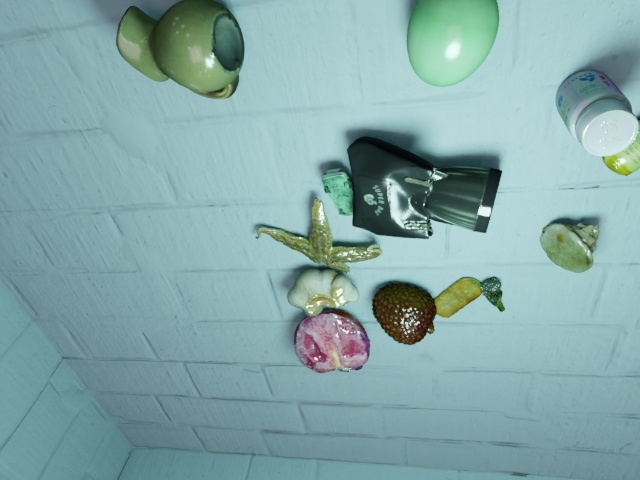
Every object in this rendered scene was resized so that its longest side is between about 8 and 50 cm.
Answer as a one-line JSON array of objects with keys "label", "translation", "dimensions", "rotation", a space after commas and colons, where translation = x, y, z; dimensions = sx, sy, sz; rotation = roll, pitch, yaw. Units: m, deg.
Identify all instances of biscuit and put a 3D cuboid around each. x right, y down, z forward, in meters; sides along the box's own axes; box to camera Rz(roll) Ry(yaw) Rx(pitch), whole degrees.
[{"label": "biscuit", "translation": [0.551, 0.232, 1.902], "dimensions": [0.118, 0.029, 0.247], "rotation": [35, 127, -9]}]

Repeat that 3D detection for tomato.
[{"label": "tomato", "translation": [0.059, 0.419, 2.065], "dimensions": [0.335, 0.176, 0.289], "rotation": [-12, 106, 15]}]

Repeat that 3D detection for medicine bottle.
[{"label": "medicine bottle", "translation": [0.932, -0.290, 1.339], "dimensions": [0.124, 0.124, 0.239], "rotation": [33, 128, -16]}, {"label": "medicine bottle", "translation": [0.731, -0.340, 1.245], "dimensions": [0.152, 0.254, 0.152], "rotation": [6, 130, 8]}]

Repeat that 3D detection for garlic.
[{"label": "garlic", "translation": [0.003, 0.194, 1.889], "dimensions": [0.281, 0.203, 0.184], "rotation": [-20, 89, 8]}]

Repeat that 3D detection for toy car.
[{"label": "toy car", "translation": [0.082, -0.168, 1.631], "dimensions": [0.090, 0.076, 0.224], "rotation": [-10, 146, 21]}]

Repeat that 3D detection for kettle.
[{"label": "kettle", "translation": [0.430, -0.153, 1.529], "dimensions": [0.271, 0.251, 0.207], "rotation": [15, 97, 17]}]

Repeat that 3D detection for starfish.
[{"label": "starfish", "translation": [0.000, 0.000, 1.762], "dimensions": [0.432, 0.082, 0.324], "rotation": [31, 141, -13]}]

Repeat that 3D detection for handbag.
[{"label": "handbag", "translation": [0.231, -0.146, 1.495], "dimensions": [0.288, 0.152, 0.342], "rotation": [19, 132, 34]}]

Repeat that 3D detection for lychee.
[{"label": "lychee", "translation": [0.336, 0.286, 1.867], "dimensions": [0.271, 0.236, 0.236], "rotation": [37, 129, 6]}]

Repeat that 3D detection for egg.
[{"label": "egg", "translation": [0.332, -0.528, 1.192], "dimensions": [0.220, 0.220, 0.269], "rotation": [11, 142, 2]}]

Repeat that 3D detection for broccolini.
[{"label": "broccolini", "translation": [0.684, 0.220, 1.856], "dimensions": [0.068, 0.091, 0.202], "rotation": [32, 162, 43]}]

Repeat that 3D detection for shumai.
[{"label": "shumai", "translation": [0.867, 0.005, 1.602], "dimensions": [0.120, 0.201, 0.201], "rotation": [-31, 128, -17]}]

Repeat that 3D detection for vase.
[{"label": "vase", "translation": [-0.369, -0.525, 1.356], "dimensions": [0.302, 0.241, 0.329], "rotation": [6, 157, 22]}]
